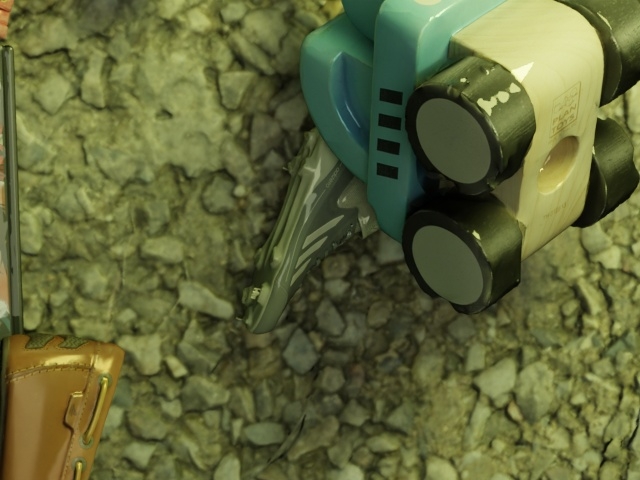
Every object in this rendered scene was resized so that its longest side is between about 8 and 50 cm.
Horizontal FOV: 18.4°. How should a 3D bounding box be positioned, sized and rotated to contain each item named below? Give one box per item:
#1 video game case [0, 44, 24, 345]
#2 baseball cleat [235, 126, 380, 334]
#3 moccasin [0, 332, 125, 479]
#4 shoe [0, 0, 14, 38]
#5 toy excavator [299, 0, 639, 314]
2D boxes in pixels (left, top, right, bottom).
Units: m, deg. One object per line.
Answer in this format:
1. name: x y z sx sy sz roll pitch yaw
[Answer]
1. video game case: -0.392 -0.034 1.750 0.248 0.035 0.275 -3 98 -15
2. baseball cleat: 0.000 0.000 1.840 0.109 0.072 0.206 19 95 -21
3. moccasin: -0.240 0.272 1.781 0.147 0.139 0.380 6 93 -11
4. shoe: -0.351 -0.228 1.720 0.178 0.063 0.081 10 89 -20
5. toy excavator: 0.056 -0.214 1.752 0.222 0.445 0.433 -36 144 -34
